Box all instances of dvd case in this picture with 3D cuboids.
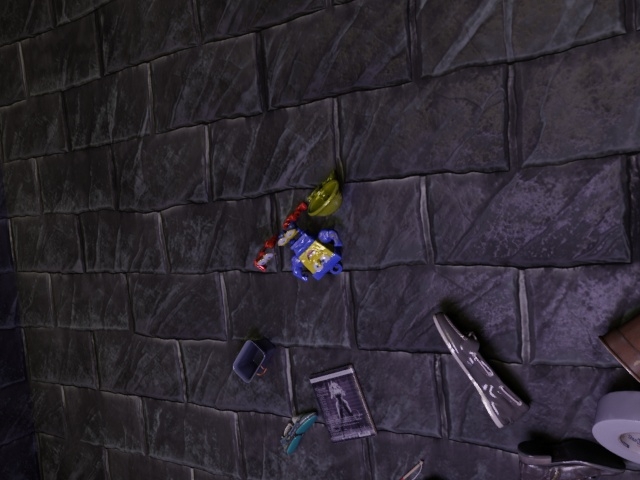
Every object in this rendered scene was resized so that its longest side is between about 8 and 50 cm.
[{"bbox_3d":[0.067,0.504,1.683,0.164,0.018,0.221,-24,84,32],"label":"dvd case"}]

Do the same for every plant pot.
[{"bbox_3d":[0.731,0.220,1.184,0.165,0.167,0.167,-47,72,17],"label":"plant pot"}]

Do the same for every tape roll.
[{"bbox_3d":[0.714,0.414,1.185,0.219,0.072,0.219,22,149,14],"label":"tape roll"}]

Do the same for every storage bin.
[{"bbox_3d":[-0.204,0.387,1.787,0.098,0.091,0.135,39,114,21],"label":"storage bin"}]

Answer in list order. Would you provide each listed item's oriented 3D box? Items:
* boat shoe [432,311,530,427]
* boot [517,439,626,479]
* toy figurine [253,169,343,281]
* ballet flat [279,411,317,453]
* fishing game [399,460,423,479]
[{"bbox_3d":[0.413,0.316,1.413,0.095,0.112,0.335,-33,84,11],"label":"boat shoe"},{"bbox_3d":[0.595,0.611,1.341,0.262,0.091,0.229,0,105,17],"label":"boot"},{"bbox_3d":[0.000,0.000,1.627,0.217,0.191,0.362,41,110,-13],"label":"toy figurine"},{"bbox_3d":[-0.078,0.602,1.757,0.070,0.070,0.188,40,110,21],"label":"ballet flat"},{"bbox_3d":[0.295,0.758,1.503,0.189,0.041,0.264,-56,34,28],"label":"fishing game"}]
